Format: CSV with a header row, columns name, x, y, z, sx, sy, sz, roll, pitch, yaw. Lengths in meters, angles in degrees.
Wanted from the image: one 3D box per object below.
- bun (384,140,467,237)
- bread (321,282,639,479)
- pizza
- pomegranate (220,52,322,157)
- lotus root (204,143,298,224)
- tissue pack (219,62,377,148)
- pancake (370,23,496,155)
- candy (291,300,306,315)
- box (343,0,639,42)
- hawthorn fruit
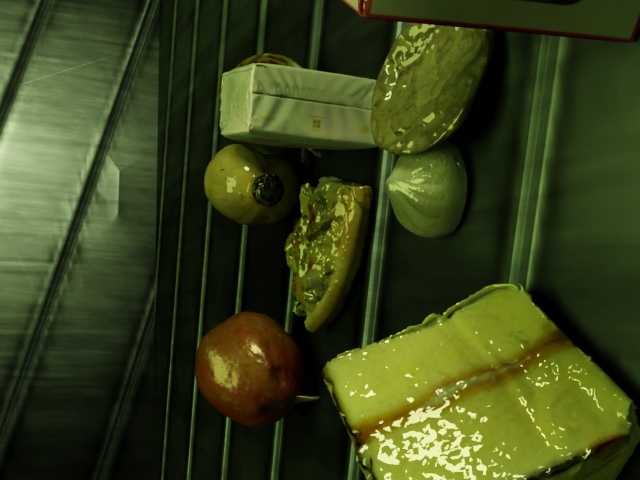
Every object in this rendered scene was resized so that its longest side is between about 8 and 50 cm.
name,x,y,z,sx,sy,sz,roll,pitch,yaw
bun,0.131,-0.071,1.089,0.138,0.094,0.138,180,90,-71
bread,0.147,0.169,0.823,0.263,0.236,0.198,-124,42,-56
pizza,0.000,0.000,1.427,0.223,0.089,0.323,-117,36,-46
pomegranate,-0.087,-0.239,1.541,0.246,0.198,0.198,63,149,18
lotus root,-0.133,-0.111,1.636,0.310,0.183,0.182,-158,72,-67
tissue pack,-0.037,-0.219,1.346,0.185,0.225,0.124,-169,83,-68
pancake,0.150,-0.211,1.070,0.242,0.050,0.241,-41,39,45
candy,-0.044,0.135,1.603,0.123,0.035,0.035,147,112,-76
box,0.150,-0.386,0.776,0.312,0.315,0.300,-121,36,-54
hawthorn fruit,-0.116,0.259,1.561,0.262,0.211,0.210,23,111,41
